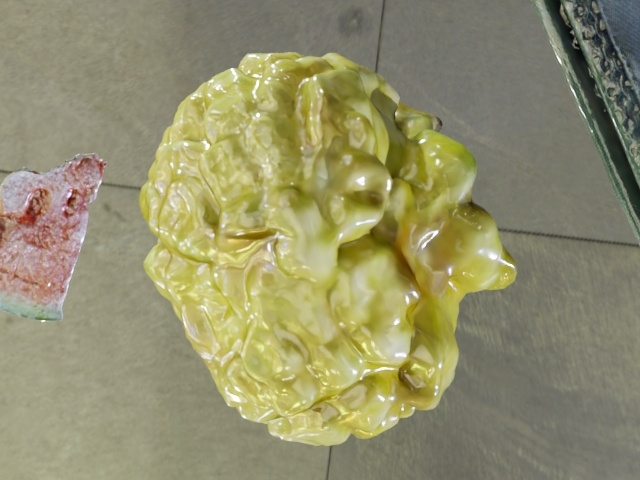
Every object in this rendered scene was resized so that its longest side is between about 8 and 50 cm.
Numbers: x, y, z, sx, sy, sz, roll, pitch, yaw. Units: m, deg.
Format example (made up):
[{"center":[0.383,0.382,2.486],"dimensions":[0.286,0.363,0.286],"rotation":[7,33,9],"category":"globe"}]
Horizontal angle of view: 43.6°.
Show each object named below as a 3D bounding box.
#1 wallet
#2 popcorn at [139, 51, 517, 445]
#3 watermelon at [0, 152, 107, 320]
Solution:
[{"center":[0.315,-0.128,0.676],"dimensions":[0.237,0.075,0.342],"rotation":[-17,81,-24],"category":"wallet"},{"center":[0.000,0.000,0.561],"dimensions":[0.258,0.270,0.224],"rotation":[32,152,-28],"category":"popcorn"},{"center":[-0.257,0.001,0.706],"dimensions":[0.098,0.121,0.158],"rotation":[19,138,-35],"category":"watermelon"}]
